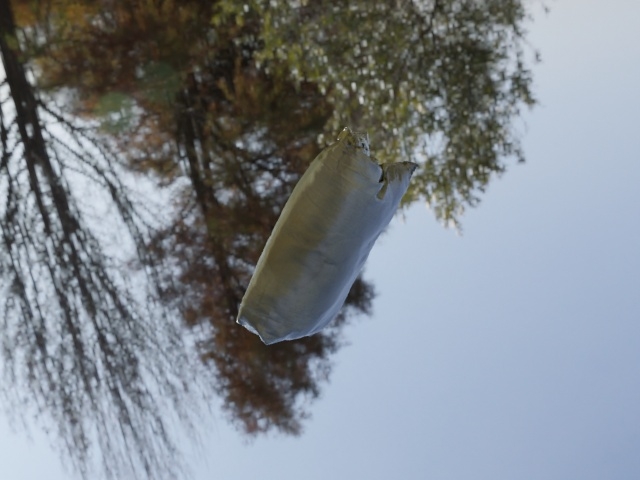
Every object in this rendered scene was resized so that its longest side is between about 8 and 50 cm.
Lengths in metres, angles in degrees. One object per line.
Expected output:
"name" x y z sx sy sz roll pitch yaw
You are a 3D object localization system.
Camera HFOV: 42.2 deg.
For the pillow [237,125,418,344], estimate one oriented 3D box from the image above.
"pillow" 0.000 0.000 0.671 0.077 0.181 0.134 30 -169 11
